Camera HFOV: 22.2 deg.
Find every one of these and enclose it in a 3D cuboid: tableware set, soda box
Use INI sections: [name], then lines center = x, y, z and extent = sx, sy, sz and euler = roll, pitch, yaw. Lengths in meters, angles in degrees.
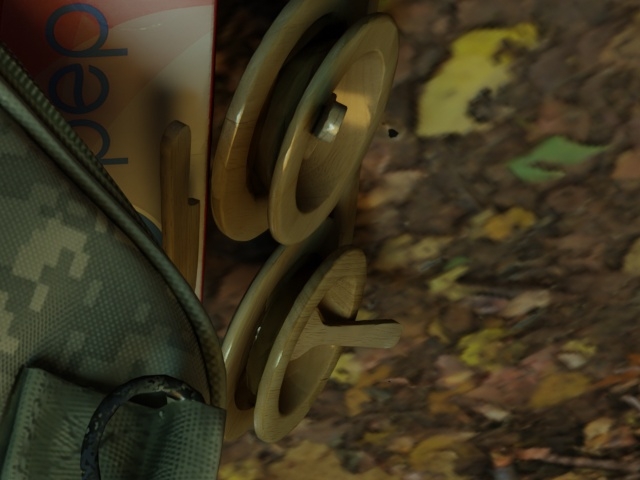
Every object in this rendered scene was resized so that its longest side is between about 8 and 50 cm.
[tableware set]
center = 0.000, 0.000, 0.526
extent = 0.039, 0.128, 0.194
euler = 25, 142, 16
[soda box]
center = -0.079, -0.052, 0.483
extent = 0.092, 0.083, 0.263
euler = -3, 139, -8

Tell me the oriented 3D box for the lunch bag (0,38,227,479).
[lunch bag]
center = -0.199, 0.040, 0.411
extent = 0.256, 0.212, 0.305
euler = 32, 148, -28
